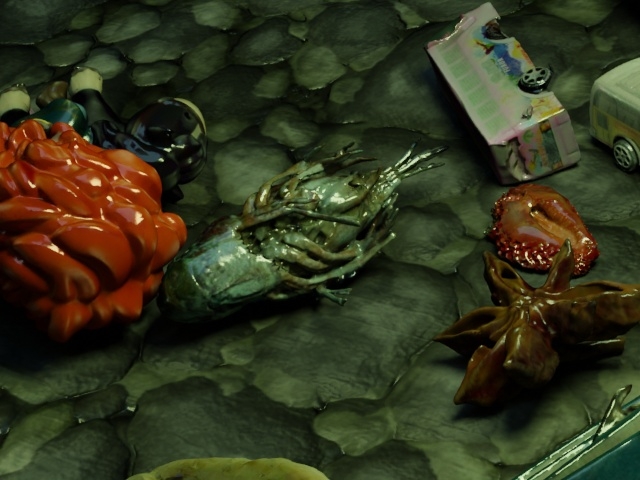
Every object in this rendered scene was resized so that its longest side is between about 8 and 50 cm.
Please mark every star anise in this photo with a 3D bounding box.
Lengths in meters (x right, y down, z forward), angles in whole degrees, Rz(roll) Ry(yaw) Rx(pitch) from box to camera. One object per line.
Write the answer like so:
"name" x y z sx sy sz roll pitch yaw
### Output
"star anise" 0.209 0.089 1.747 0.212 0.111 0.196 9 37 38

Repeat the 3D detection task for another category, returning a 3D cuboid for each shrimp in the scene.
"shrimp" -0.002 0.001 1.920 0.372 0.137 0.172 -29 76 -6

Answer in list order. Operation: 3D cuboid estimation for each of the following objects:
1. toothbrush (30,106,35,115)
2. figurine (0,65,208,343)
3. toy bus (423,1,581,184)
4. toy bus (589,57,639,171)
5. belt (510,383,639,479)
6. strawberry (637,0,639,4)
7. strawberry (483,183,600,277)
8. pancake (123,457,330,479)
"toothbrush" -0.337 -0.117 2.246 0.025 0.020 0.286 -31 41 -11
"figurine" -0.279 -0.061 2.008 0.306 0.241 0.412 15 31 5
"toy bus" 0.213 -0.178 2.100 0.112 0.090 0.274 -25 37 0
"toy bus" 0.403 -0.110 1.942 0.092 0.106 0.268 -28 40 -20
"belt" 0.251 0.218 1.400 0.436 0.300 0.173 -33 83 -24
"strawberry" 0.497 -0.370 2.128 0.317 0.295 0.345 -31 52 40
"strawberry" 0.240 -0.014 1.918 0.104 0.048 0.152 -38 41 -24
"pancake" -0.128 0.326 1.570 0.387 0.082 0.387 -11 38 9
